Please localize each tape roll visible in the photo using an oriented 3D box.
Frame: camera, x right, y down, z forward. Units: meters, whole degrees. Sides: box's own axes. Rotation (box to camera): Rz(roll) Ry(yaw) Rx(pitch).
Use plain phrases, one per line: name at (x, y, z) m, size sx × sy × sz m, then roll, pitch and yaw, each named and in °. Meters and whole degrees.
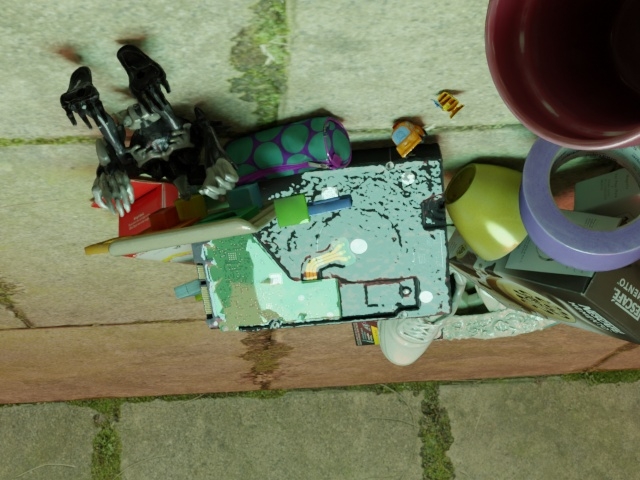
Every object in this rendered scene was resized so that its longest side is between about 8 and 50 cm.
tape roll at (0.344, -0.062, 1.278) m, size 0.189 × 0.188 × 0.080 m, roll -5°, pitch 164°, yaw 5°

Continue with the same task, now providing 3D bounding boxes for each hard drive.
hard drive at (0.000, 0.000, 1.376) m, size 0.339 × 0.236 × 0.064 m, roll -6°, pitch -155°, yaw 4°

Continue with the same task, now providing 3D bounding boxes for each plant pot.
plant pot at (0.228, -0.053, 1.419) m, size 0.095 × 0.134 × 0.134 m, roll 34°, pitch 148°, yaw -20°
plant pot at (0.277, -0.182, 0.908) m, size 0.201 × 0.201 × 0.180 m, roll -20°, pitch 172°, yaw 42°

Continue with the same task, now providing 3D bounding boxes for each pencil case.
pencil case at (-0.043, -0.105, 1.250) m, size 0.152 × 0.070 × 0.064 m, roll -11°, pitch 140°, yaw 25°

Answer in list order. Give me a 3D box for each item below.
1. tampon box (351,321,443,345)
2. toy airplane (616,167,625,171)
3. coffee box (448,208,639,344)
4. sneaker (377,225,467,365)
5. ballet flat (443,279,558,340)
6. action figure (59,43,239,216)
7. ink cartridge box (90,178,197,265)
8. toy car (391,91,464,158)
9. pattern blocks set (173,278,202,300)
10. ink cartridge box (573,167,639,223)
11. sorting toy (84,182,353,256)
tampon box at (0.136, 0.111, 1.862) m, size 0.161 × 0.101 × 0.120 m, roll -6°, pitch 128°, yaw 9°
toy airplane at (0.491, -0.108, 1.429) m, size 0.151 × 0.028 × 0.151 m, roll -2°, pitch 164°, yaw 0°
coffee box at (0.338, 0.039, 1.460) m, size 0.168 × 0.118 × 0.297 m, roll 34°, pitch 169°, yaw -30°
sneaker at (0.172, 0.114, 1.726) m, size 0.110 × 0.118 × 0.292 m, roll 15°, pitch 127°, yaw -9°
ballet flat at (0.278, 0.116, 1.957) m, size 0.409 × 0.146 × 0.147 m, roll -12°, pitch 161°, yaw 23°
action figure at (-0.184, -0.097, 1.141) m, size 0.164 × 0.140 × 0.275 m, roll -18°, pitch 160°, yaw 5°
ink cartridge box at (-0.199, -0.021, 1.477) m, size 0.231 × 0.078 × 0.134 m, roll 8°, pitch 160°, yaw -37°
toy car at (0.127, -0.149, 1.242) m, size 0.040 × 0.060 × 0.122 m, roll 43°, pitch 130°, yaw -4°
pattern blocks set at (-0.072, 0.038, 1.599) m, size 0.286 × 0.026 × 0.325 m, roll -20°, pitch 174°, yaw 17°
ink cartridge box at (0.529, -0.022, 1.444) m, size 0.239 × 0.060 × 0.275 m, roll -19°, pitch 137°, yaw 38°
sorting toy at (-0.135, -0.031, 1.219) m, size 0.348 × 0.047 × 0.196 m, roll -10°, pitch -172°, yaw 19°
